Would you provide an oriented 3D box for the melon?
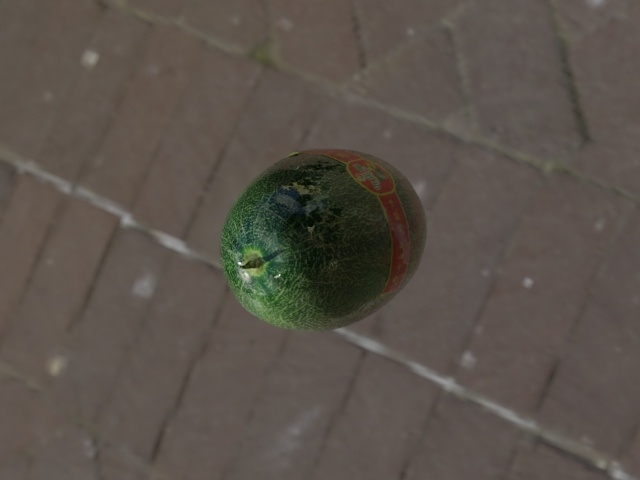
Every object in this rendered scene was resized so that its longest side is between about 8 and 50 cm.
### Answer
[{"bbox_3d":[0.000,0.000,1.967,0.182,0.287,0.182,8,107,27],"label":"melon"}]
